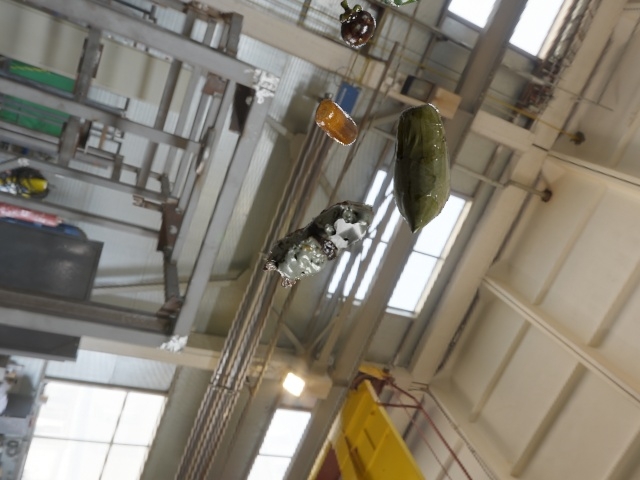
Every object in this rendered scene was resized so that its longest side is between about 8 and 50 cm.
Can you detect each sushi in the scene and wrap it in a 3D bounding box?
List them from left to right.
[{"bbox_3d":[0.000,0.000,1.388,0.332,0.124,0.130,-34,-155,11],"label":"sushi"}]

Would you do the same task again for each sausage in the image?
[{"bbox_3d":[0.058,-0.390,1.721,0.098,0.238,0.098,-7,-106,25],"label":"sausage"}]

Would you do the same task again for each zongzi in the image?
[{"bbox_3d":[0.290,-0.221,1.500,0.393,0.174,0.355,-37,124,-70],"label":"zongzi"}]

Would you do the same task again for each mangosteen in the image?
[{"bbox_3d":[0.154,-0.957,2.275,0.172,0.184,0.172,-23,-126,35],"label":"mangosteen"}]

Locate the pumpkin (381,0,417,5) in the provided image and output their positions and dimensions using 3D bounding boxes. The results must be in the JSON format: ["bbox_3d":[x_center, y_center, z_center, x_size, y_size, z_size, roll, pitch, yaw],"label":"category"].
[{"bbox_3d":[0.242,-0.793,1.334,0.293,0.197,0.263,-25,-131,19],"label":"pumpkin"}]
